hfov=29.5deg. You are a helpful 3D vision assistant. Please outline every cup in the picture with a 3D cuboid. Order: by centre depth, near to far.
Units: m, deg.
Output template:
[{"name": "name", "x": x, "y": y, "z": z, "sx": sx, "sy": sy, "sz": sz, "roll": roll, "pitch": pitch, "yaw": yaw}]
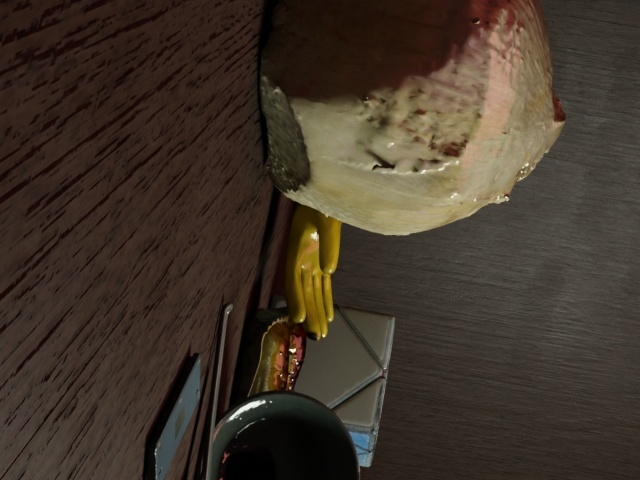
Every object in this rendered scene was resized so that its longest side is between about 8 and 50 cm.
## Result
[{"name": "cup", "x": -0.068, "y": 0.287, "z": 1.491, "sx": 0.150, "sy": 0.199, "sz": 0.199, "roll": 150, "pitch": -48, "yaw": -71}]

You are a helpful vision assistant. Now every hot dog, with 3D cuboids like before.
[{"name": "hot dog", "x": -0.077, "y": 0.221, "z": 1.686, "sx": 0.162, "sy": 0.081, "sz": 0.271, "roll": 63, "pitch": 38, "yaw": -81}]

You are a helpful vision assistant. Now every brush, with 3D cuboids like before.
[{"name": "brush", "x": -0.127, "y": 0.197, "z": 1.357, "sx": 0.062, "sy": 0.027, "sz": 0.266, "roll": 89, "pitch": 8, "yaw": -72}]

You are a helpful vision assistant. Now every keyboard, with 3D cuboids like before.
[{"name": "keyboard", "x": -0.138, "y": 0.171, "z": 1.152, "sx": 0.176, "sy": 0.014, "sz": 0.055, "roll": -72, "pitch": 170, "yaw": -66}]

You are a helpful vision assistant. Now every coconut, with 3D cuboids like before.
[{"name": "coconut", "x": 0.121, "y": -0.191, "z": 1.495, "sx": 0.404, "sy": 0.404, "sz": 0.405, "roll": 9, "pitch": 90, "yaw": -86}]

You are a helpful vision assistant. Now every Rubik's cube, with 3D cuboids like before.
[{"name": "Rubik's cube", "x": 0.003, "y": 0.229, "z": 1.954, "sx": 0.205, "sy": 0.205, "sz": 0.207, "roll": 91, "pitch": 10, "yaw": -66}]

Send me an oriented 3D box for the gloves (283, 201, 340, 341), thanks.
[{"name": "gloves", "x": 0.001, "y": 0.000, "z": 1.743, "sx": 0.133, "sy": 0.116, "sz": 0.295, "roll": 23, "pitch": 66, "yaw": -56}]
